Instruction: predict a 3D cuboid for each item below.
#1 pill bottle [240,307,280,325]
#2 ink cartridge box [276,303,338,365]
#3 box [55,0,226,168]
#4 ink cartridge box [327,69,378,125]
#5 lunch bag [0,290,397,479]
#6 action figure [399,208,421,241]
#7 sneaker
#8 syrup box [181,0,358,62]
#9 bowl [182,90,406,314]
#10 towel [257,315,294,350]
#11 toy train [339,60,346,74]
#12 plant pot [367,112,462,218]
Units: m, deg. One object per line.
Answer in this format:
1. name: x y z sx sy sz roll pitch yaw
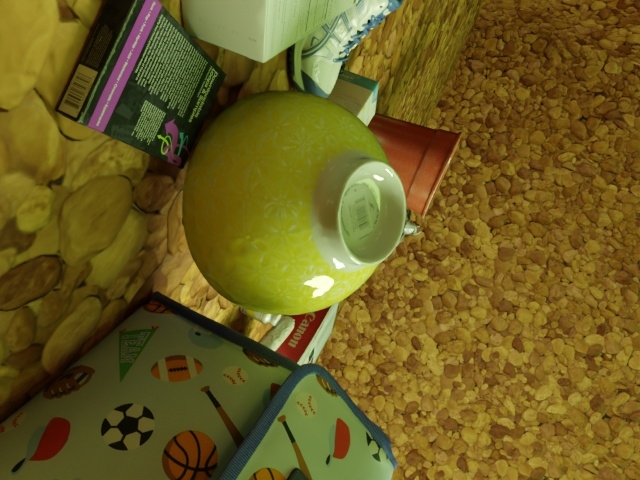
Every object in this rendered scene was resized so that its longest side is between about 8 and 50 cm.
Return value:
1. pill bottle: -0.128 0.153 0.980 0.043 0.083 0.043 -60 168 -22
2. ink cartridge box: -0.066 0.325 1.492 0.309 0.130 0.272 -55 163 -40
3. box: -0.152 -0.139 0.420 0.116 0.029 0.162 -64 167 1
4. ink cartridge box: 0.042 -0.248 0.895 0.143 0.090 0.092 -59 167 -23
5. lunch bag: -0.130 0.274 0.484 0.328 0.385 0.239 -48 160 -52
6. action figure: 0.169 -0.038 1.400 0.185 0.285 0.099 -51 139 -54
7. sneaker: 0.043 -0.327 0.646 0.112 0.131 0.296 -55 166 -47
8. syrup box: -0.036 -0.282 0.478 0.237 0.093 0.096 -54 164 -42
9. bowl: 0.005 -0.037 0.538 0.289 0.156 0.289 -9 103 -42
10. towel: -0.168 0.293 1.026 0.282 0.049 0.187 -53 175 38
11. toy train: 0.032 -0.352 0.793 0.158 0.027 0.036 74 39 -73
12. plant pot: 0.241 -0.240 1.355 0.272 0.265 0.272 -60 167 -24
